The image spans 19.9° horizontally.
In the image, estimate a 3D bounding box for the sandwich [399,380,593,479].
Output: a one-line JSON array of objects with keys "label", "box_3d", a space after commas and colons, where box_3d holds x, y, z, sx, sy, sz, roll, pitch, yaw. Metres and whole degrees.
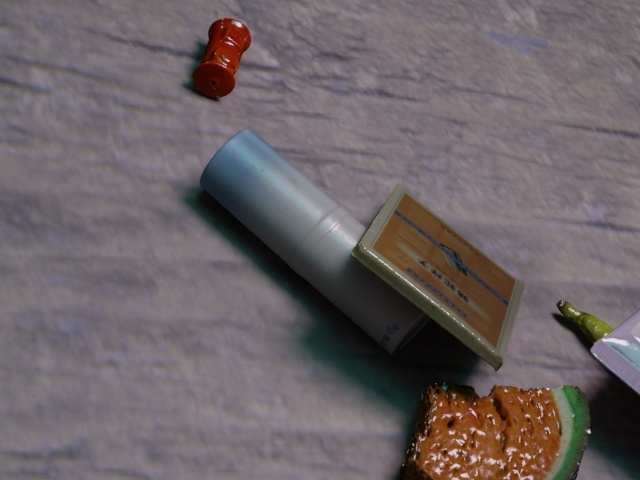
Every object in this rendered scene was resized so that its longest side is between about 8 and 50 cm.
[{"label": "sandwich", "box_3d": [0.149, 0.212, 1.625, 0.159, 0.079, 0.235, 18, 39, 2]}]

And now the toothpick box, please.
[{"label": "toothpick box", "box_3d": [-0.101, -0.187, 1.876, 0.047, 0.047, 0.083, 23, 43, -8]}]

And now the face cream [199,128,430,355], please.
[{"label": "face cream", "box_3d": [0.000, 0.000, 1.733, 0.250, 0.077, 0.077, 41, 44, 10]}]

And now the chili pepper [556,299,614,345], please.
[{"label": "chili pepper", "box_3d": [0.317, 0.132, 1.816, 0.049, 0.043, 0.208, -32, 62, -17]}]

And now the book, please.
[{"label": "book", "box_3d": [0.117, 0.028, 1.732, 0.170, 0.018, 0.242, 38, 18, -1]}]

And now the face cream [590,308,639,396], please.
[{"label": "face cream", "box_3d": [0.367, 0.102, 1.797, 0.154, 0.096, 0.274, 42, 34, 6]}]
